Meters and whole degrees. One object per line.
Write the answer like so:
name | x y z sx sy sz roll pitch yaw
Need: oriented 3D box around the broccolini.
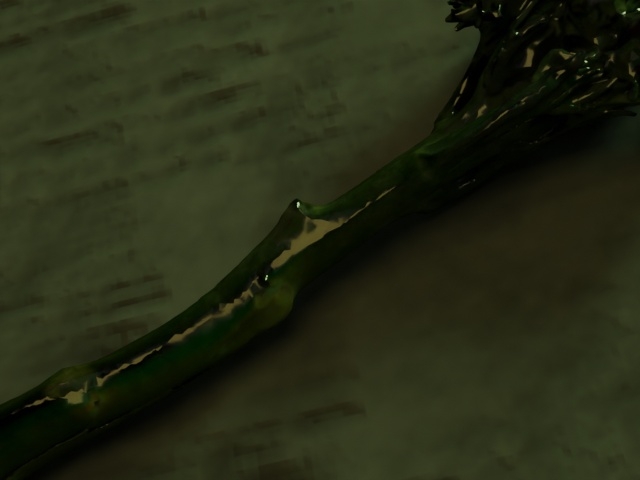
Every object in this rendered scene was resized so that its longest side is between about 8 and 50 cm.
broccolini | -0.004 -0.007 0.348 0.254 0.057 0.071 -31 15 -7
